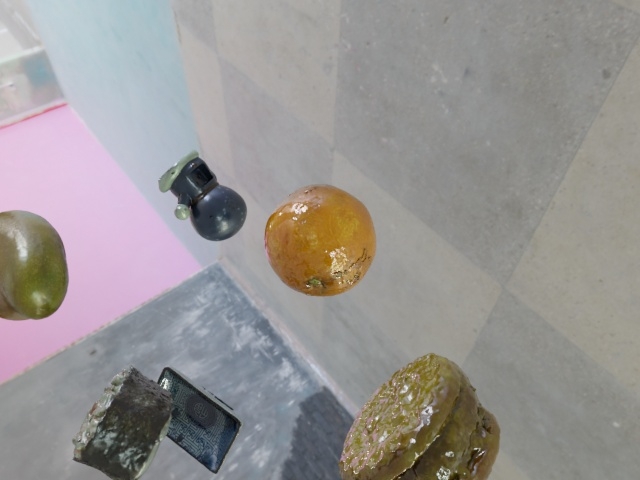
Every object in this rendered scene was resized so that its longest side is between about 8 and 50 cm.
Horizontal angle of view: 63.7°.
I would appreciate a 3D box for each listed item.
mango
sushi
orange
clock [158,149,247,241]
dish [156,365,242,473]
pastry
[{"bbox_3d":[-0.358,0.032,0.614,0.227,0.099,0.136,9,97,47],"label":"mango"},{"bbox_3d":[-0.203,0.189,0.542,0.078,0.091,0.150,31,173,-10],"label":"sushi"},{"bbox_3d":[0.000,0.000,1.118,0.246,0.246,0.246,42,151,31],"label":"orange"},{"bbox_3d":[-0.306,-0.107,1.367,0.146,0.199,0.243,-32,104,40],"label":"clock"},{"bbox_3d":[-0.300,0.427,1.274,0.243,0.080,0.182,32,111,15],"label":"dish"},{"bbox_3d":[0.125,0.276,0.733,0.235,0.240,0.132,-34,95,38],"label":"pastry"}]
